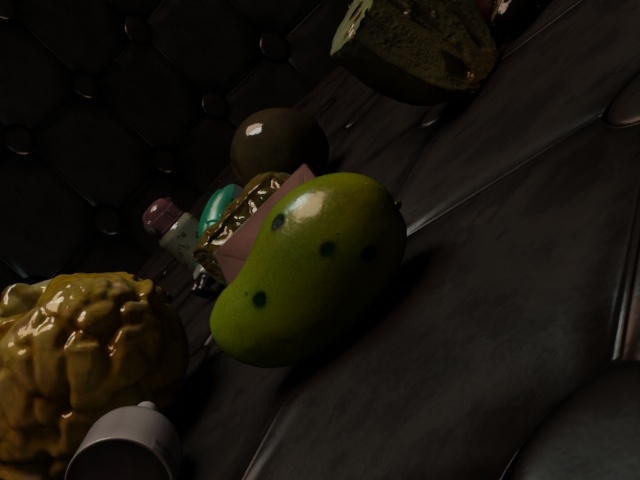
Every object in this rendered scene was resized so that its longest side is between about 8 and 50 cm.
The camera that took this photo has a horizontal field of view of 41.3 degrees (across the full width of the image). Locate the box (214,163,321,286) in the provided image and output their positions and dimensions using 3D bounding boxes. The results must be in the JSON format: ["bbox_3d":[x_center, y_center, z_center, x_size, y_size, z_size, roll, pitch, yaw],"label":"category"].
[{"bbox_3d":[-0.035,0.020,1.207,0.215,0.086,0.215,-45,34,8],"label":"box"}]

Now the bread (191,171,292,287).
[{"bbox_3d":[-0.141,-0.036,1.785,0.152,0.130,0.267,28,68,32],"label":"bread"}]

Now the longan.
[{"bbox_3d":[-0.099,-0.200,1.948,0.246,0.246,0.215,-41,49,19],"label":"longan"}]

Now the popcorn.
[{"bbox_3d":[-0.386,0.223,1.365,0.390,0.344,0.354,-3,82,40],"label":"popcorn"}]

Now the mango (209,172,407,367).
[{"bbox_3d":[-0.018,0.043,1.035,0.293,0.175,0.143,-46,-17,15],"label":"mango"}]

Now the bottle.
[{"bbox_3d":[-0.323,-0.003,2.043,0.110,0.233,0.110,-44,13,12],"label":"bottle"}]

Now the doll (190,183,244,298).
[{"bbox_3d":[-0.218,0.005,1.945,0.258,0.153,0.195,-62,30,4],"label":"doll"}]

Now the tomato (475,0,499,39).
[{"bbox_3d":[0.276,-0.403,1.632,0.189,0.099,0.173,-26,-2,8],"label":"tomato"}]

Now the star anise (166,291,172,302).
[{"bbox_3d":[-0.398,0.246,1.801,0.349,0.109,0.292,-53,17,16],"label":"star anise"}]

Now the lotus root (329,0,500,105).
[{"bbox_3d":[0.174,-0.350,1.489,0.149,0.260,0.267,-29,34,59],"label":"lotus root"}]

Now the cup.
[{"bbox_3d":[-0.242,0.303,1.105,0.134,0.173,0.142,-13,14,2],"label":"cup"}]

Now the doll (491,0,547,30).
[{"bbox_3d":[0.369,-0.446,1.540,0.089,0.102,0.179,31,72,37],"label":"doll"}]
